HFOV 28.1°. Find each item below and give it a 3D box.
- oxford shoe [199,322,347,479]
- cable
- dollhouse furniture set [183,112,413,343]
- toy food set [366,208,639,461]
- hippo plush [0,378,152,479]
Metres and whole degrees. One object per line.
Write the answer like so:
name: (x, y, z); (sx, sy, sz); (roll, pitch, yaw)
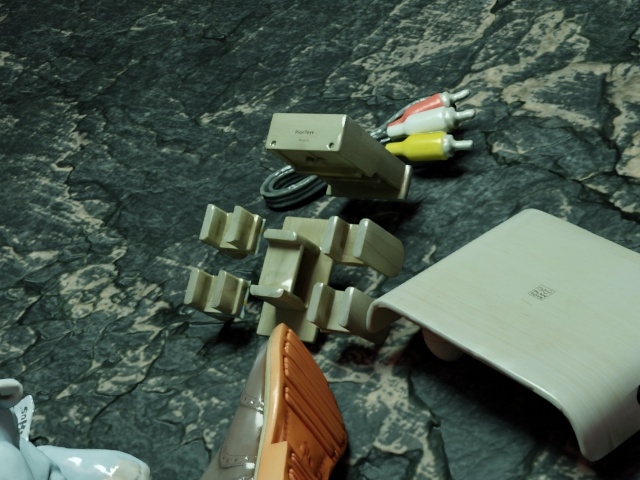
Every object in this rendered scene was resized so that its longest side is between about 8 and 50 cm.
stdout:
oxford shoe: (-0.060, 0.199, 1.198); (0.132, 0.130, 0.364); (-29, 20, 15)
cable: (0.058, -0.125, 1.595); (0.287, 0.072, 0.139); (-11, 42, 14)
dollhouse furniture set: (0.000, 0.000, 1.438); (0.212, 0.161, 0.242); (5, 74, 32)
toy food set: (0.221, 0.087, 1.255); (0.219, 0.092, 0.306); (-29, 37, -28)
hippo plush: (-0.278, 0.214, 1.160); (0.234, 0.236, 0.294); (-13, 54, -7)
